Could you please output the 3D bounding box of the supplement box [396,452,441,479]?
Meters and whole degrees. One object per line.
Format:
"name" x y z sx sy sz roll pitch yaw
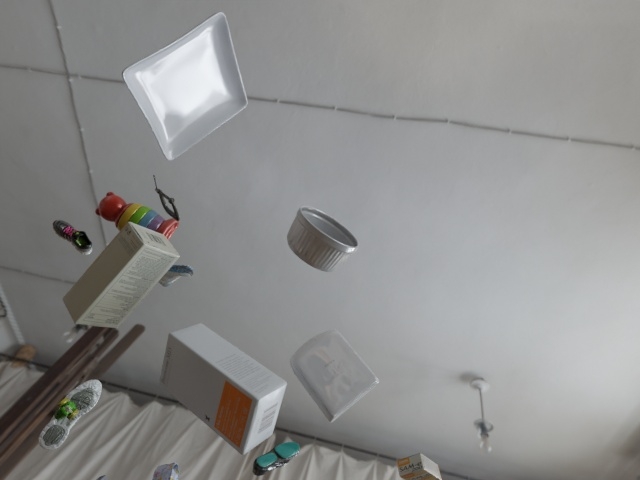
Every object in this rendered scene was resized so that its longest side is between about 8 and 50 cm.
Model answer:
"supplement box" 0.224 0.522 0.958 0.062 0.036 0.098 -31 -53 20

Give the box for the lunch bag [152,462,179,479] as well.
"lunch bag" -0.485 0.748 1.331 0.071 0.083 0.053 -15 -45 9

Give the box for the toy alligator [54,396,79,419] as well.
"toy alligator" -0.722 0.482 1.190 0.056 0.051 0.189 53 -30 -4

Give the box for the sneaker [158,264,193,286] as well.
"sneaker" -0.552 0.131 1.565 0.190 0.071 0.083 2 -84 19

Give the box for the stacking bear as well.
"stacking bear" -0.748 -0.081 1.700 0.289 0.164 0.175 30 -92 -5

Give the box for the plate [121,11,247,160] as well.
"plate" -0.316 -0.369 1.025 0.045 0.278 0.277 39 -21 23

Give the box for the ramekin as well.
"ramekin" 0.000 0.000 1.238 0.207 0.207 0.109 33 -72 -5

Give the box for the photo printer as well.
"photo printer" 0.044 0.523 1.704 0.307 0.256 0.107 48 -25 26

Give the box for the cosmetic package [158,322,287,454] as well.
"cosmetic package" -0.360 0.511 1.518 0.453 0.161 0.230 24 -73 29

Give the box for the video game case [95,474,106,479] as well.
"video game case" -0.634 0.851 1.220 0.026 0.196 0.274 -18 -99 -10

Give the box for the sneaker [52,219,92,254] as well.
"sneaker" -0.936 -0.021 1.612 0.170 0.063 0.074 48 -45 -15

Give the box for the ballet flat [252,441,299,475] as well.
"ballet flat" -0.160 0.773 1.493 0.074 0.203 0.074 -1 -92 41

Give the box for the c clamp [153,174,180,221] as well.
"c clamp" -0.545 -0.140 1.496 0.160 0.022 0.137 34 -41 36

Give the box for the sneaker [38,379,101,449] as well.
"sneaker" -0.815 0.552 1.382 0.090 0.232 0.115 45 -24 -16

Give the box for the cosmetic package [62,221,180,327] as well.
"cosmetic package" -0.594 0.110 1.272 0.309 0.160 0.113 -47 -117 3
